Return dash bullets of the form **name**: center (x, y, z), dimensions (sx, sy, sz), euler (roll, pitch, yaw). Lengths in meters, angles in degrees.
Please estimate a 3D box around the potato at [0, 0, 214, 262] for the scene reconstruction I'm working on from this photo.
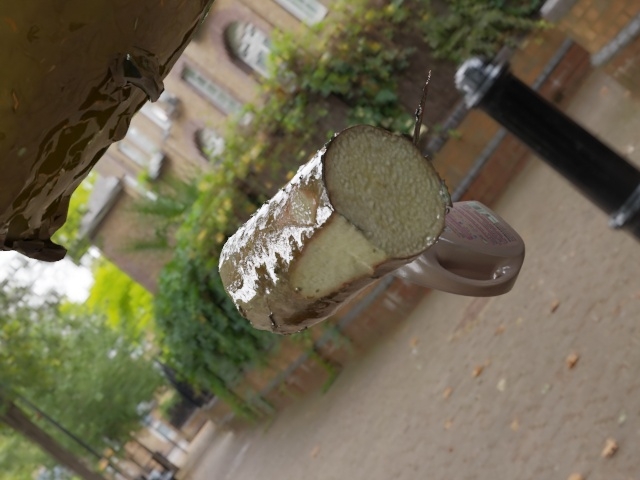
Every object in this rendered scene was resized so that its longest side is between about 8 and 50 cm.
- **potato**: center (-0.220, -0.187, 0.448), dimensions (0.296, 0.397, 0.290), euler (-64, -3, 0)

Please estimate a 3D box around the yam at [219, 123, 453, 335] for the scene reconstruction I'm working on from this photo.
- **yam**: center (0.001, -0.001, 1.001), dimensions (0.128, 0.129, 0.238), euler (-24, -8, -40)

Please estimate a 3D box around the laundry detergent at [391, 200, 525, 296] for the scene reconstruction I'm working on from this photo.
- **laundry detergent**: center (0.170, 0.021, 1.474), dimensions (0.237, 0.171, 0.076), euler (-10, -49, -37)

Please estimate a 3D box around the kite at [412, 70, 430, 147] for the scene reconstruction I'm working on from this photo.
- **kite**: center (0.096, -0.075, 1.231), dimensions (0.189, 0.009, 0.232), euler (38, -115, -82)
